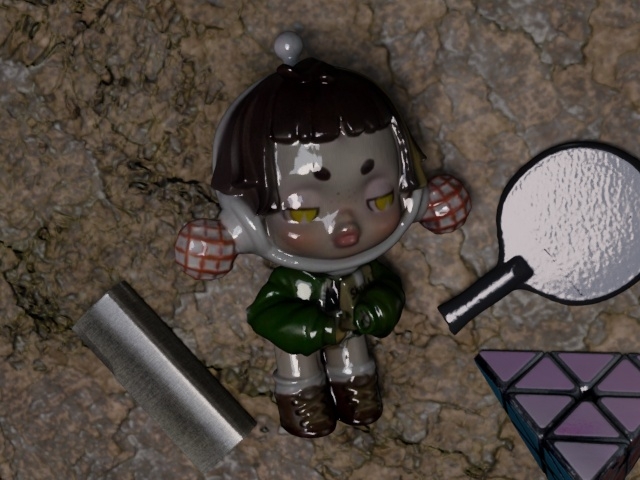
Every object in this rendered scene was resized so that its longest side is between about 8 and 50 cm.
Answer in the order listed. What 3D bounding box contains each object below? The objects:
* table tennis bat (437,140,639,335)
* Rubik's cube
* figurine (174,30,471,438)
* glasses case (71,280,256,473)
[{"bbox_3d":[0.209,0.009,1.014,0.236,0.027,0.150,-38,91,16],"label":"table tennis bat"},{"bbox_3d":[0.237,0.140,1.027,0.178,0.211,0.190,38,75,24],"label":"Rubik's cube"},{"bbox_3d":[0.000,0.000,0.998,0.281,0.167,0.370,-12,111,-19],"label":"figurine"},{"bbox_3d":[-0.162,0.141,1.118,0.071,0.047,0.205,-43,90,18],"label":"glasses case"}]
